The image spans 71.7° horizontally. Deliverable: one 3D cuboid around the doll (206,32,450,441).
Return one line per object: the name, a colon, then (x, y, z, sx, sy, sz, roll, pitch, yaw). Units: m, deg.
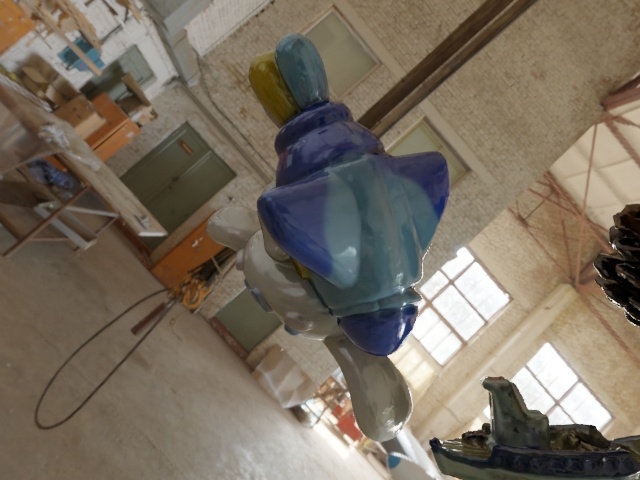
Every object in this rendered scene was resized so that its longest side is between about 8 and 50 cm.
doll: (-0.005, 0.005, 0.482, 0.376, 0.187, 0.365, 32, -41, 13)

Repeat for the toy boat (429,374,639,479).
toy boat: (0.255, 0.216, 0.485, 0.262, 0.115, 0.114, 3, -7, 14)

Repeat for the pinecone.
pinecone: (0.391, 0.018, 0.457, 0.204, 0.184, 0.179, 51, 29, -34)
